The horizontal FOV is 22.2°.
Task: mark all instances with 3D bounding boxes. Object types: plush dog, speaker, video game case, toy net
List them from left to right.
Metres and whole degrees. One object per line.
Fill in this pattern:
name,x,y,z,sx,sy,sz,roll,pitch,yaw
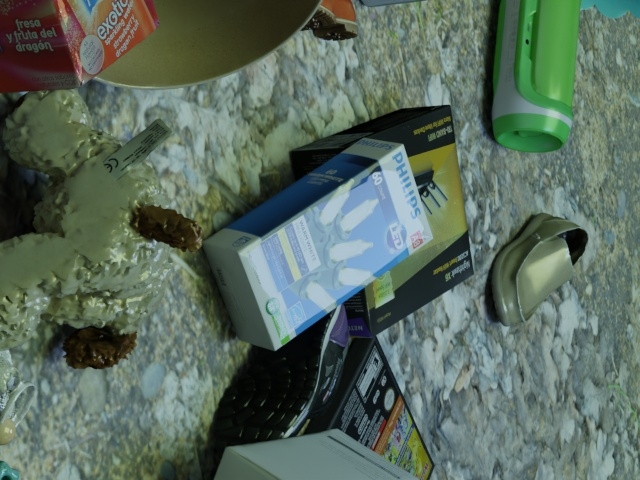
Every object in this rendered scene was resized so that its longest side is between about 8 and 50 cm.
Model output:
toy net,-0.283,0.211,1.512,0.122,0.045,0.232,17,74,-58
plush dog,-0.202,0.002,1.556,0.225,0.210,0.262,77,21,-73
video game case,0.052,0.302,2.080,0.275,0.035,0.248,-61,137,-43
speaker,0.333,-0.291,2.504,0.131,0.131,0.297,30,63,-55

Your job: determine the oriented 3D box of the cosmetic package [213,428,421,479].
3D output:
cosmetic package,-0.031,0.339,1.761,0.224,0.138,0.224,1,113,-58

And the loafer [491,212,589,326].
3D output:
loafer,0.342,0.038,2.527,0.268,0.092,0.102,-53,132,-47

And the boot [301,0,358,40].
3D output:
boot,-0.003,-0.300,2.012,0.158,0.059,0.085,6,79,-67

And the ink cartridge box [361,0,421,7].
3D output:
ink cartridge box,0.088,-0.482,2.107,0.211,0.121,0.289,40,54,-52

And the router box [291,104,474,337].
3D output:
router box,0.088,-0.031,2.115,0.309,0.081,0.243,-27,111,-57

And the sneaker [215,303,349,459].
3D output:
sneaker,-0.025,0.180,1.897,0.283,0.107,0.124,-62,144,-40

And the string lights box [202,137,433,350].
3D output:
string lights box,0.000,0.000,1.882,0.259,0.076,0.133,-34,118,-29

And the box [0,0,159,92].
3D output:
box,-0.280,-0.197,1.337,0.128,0.256,0.123,-47,129,-50

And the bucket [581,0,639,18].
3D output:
bucket,0.507,-0.516,2.684,0.281,0.281,0.183,45,45,-49

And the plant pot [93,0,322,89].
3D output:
plant pot,-0.149,-0.311,1.596,0.284,0.284,0.191,32,33,-54
